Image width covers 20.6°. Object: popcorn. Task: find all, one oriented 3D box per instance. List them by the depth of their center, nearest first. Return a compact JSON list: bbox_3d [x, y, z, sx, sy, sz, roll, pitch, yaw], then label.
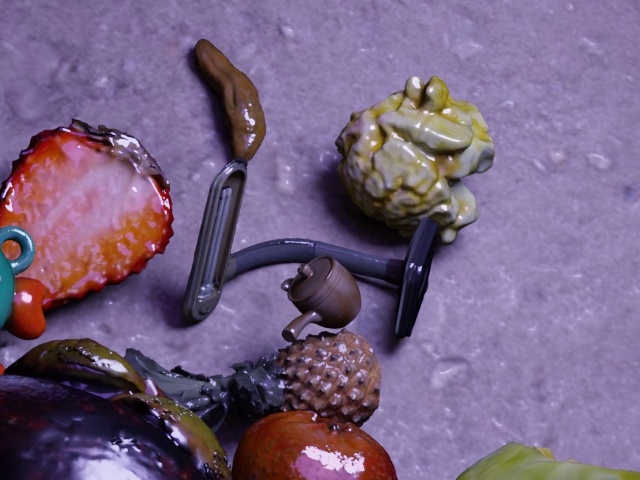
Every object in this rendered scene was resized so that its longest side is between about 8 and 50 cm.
[{"bbox_3d":[0.111,-0.103,2.040,0.167,0.185,0.187,26,83,28],"label":"popcorn"}]

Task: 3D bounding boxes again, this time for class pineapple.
[{"bbox_3d":[-0.081,0.154,1.865,0.277,0.119,0.130,-4,46,-21],"label":"pineapple"}]

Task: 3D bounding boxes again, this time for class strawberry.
[{"bbox_3d":[-0.275,-0.014,1.938,0.190,0.111,0.236,45,81,3],"label":"strawberry"}]

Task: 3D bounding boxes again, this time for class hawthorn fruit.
[{"bbox_3d":[-0.014,0.275,1.779,0.179,0.179,0.200,19,100,-4],"label":"hawthorn fruit"}]

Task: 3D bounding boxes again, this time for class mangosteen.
[{"bbox_3d":[-0.268,0.275,1.586,0.381,0.381,0.421,5,47,-12],"label":"mangosteen"}]

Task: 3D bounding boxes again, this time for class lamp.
[{"bbox_3d":[-0.002,-0.004,1.943,0.283,0.203,0.124,6,38,-7],"label":"lamp"}]

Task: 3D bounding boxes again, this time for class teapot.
[{"bbox_3d":[-0.010,0.072,1.866,0.080,0.085,0.110,45,52,-24],"label":"teapot"}]

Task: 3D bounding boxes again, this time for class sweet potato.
[{"bbox_3d":[-0.104,-0.175,2.106,0.053,0.054,0.182,-7,58,-29],"label":"sweet potato"}]

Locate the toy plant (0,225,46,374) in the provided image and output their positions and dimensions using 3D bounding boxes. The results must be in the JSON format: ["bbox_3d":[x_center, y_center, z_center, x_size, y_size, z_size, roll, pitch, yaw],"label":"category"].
[{"bbox_3d":[-0.468,0.076,1.769,0.400,0.185,0.279,-22,61,-21],"label":"toy plant"}]

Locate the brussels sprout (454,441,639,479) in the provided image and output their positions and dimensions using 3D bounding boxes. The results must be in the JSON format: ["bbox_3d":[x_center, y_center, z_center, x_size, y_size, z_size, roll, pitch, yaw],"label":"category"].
[{"bbox_3d":[0.267,0.343,1.744,0.344,0.268,0.344,12,52,-15],"label":"brussels sprout"}]
